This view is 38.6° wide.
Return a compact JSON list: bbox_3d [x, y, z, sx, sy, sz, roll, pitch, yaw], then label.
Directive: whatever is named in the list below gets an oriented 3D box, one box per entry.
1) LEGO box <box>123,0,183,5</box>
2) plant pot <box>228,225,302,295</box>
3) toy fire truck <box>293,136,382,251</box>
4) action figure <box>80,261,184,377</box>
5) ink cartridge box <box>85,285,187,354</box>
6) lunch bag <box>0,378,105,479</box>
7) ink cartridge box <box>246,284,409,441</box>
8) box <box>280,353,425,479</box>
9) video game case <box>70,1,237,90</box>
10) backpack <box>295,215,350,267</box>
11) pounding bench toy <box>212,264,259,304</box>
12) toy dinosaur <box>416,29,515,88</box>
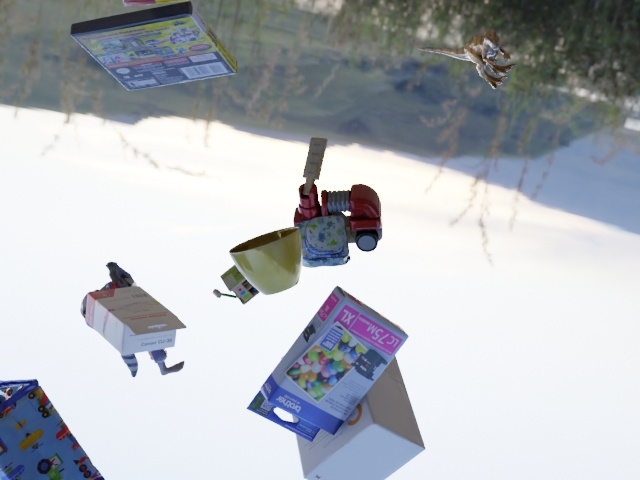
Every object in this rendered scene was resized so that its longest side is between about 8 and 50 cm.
[{"bbox_3d":[-0.314,-0.759,1.714,0.193,0.500,0.373,-6,-138,-1],"label":"LEGO box"},{"bbox_3d":[-0.086,0.042,1.629,0.134,0.095,0.134,-18,-171,3],"label":"plant pot"},{"bbox_3d":[0.038,-0.112,2.227,0.217,0.246,0.158,-3,-147,7],"label":"toy fire truck"},{"bbox_3d":[-0.477,0.237,2.270,0.341,0.178,0.330,54,-179,44],"label":"action figure"},{"bbox_3d":[-0.350,0.157,1.729,0.115,0.067,0.198,-6,-157,-38],"label":"ink cartridge box"},{"bbox_3d":[-0.543,0.364,1.609,0.138,0.221,0.293,-39,-161,-32],"label":"lunch bag"},{"bbox_3d":[0.014,0.263,1.824,0.185,0.311,0.065,33,-171,-29],"label":"ink cartridge box"},{"bbox_3d":[0.063,0.356,2.024,0.168,0.215,0.345,32,-153,-33],"label":"box"},{"bbox_3d":[-0.351,-0.412,1.961,0.274,0.035,0.248,-6,160,17],"label":"video game case"},{"bbox_3d":[0.000,0.000,1.905,0.114,0.105,0.084,-8,155,2],"label":"backpack"},{"bbox_3d":[-0.169,0.097,1.836,0.052,0.083,0.065,50,178,45],"label":"pounding bench toy"},{"bbox_3d":[0.253,-0.302,1.465,0.112,0.064,0.211,47,167,-14],"label":"toy dinosaur"}]
